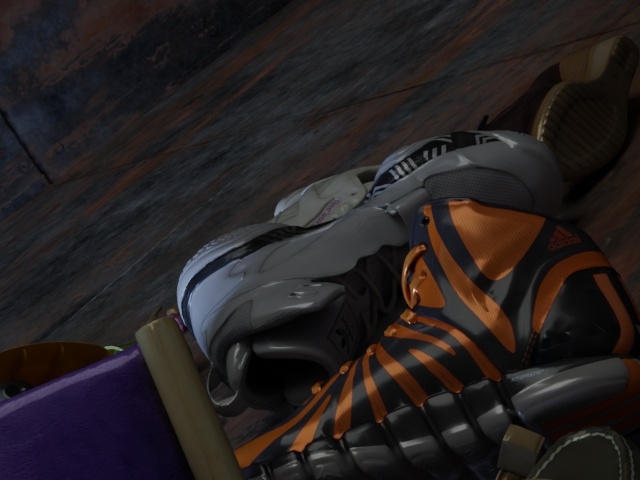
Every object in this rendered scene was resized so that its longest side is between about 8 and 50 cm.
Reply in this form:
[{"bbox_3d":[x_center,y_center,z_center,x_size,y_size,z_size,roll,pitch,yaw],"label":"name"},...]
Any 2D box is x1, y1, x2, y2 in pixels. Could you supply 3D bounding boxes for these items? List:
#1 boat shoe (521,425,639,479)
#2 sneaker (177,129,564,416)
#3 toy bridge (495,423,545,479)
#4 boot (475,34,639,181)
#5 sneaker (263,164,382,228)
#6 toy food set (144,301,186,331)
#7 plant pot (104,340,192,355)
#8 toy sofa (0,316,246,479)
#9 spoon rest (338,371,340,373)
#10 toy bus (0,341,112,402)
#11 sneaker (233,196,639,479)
[{"bbox_3d":[0.124,0.182,0.897,0.109,0.091,0.305,-25,17,29],"label":"boat shoe"},{"bbox_3d":[0.053,0.038,1.438,0.365,0.137,0.210,-22,27,5],"label":"sneaker"},{"bbox_3d":[0.089,0.193,0.995,0.026,0.063,0.188,21,47,15],"label":"toy bridge"},{"bbox_3d":[0.210,-0.094,1.668,0.207,0.090,0.248,-36,11,42],"label":"boot"},{"bbox_3d":[0.000,0.000,1.680,0.152,0.114,0.305,-26,16,29],"label":"sneaker"},{"bbox_3d":[-0.139,0.079,1.909,0.122,0.019,0.078,-18,19,21],"label":"toy food set"},{"bbox_3d":[-0.174,0.131,1.719,0.083,0.083,0.079,-16,10,47],"label":"plant pot"},{"bbox_3d":[-0.224,0.184,0.997,0.362,0.150,0.177,-23,-16,-4],"label":"toy sofa"},{"bbox_3d":[0.099,0.100,1.228,0.276,0.084,0.137,-30,15,12],"label":"spoon rest"},{"bbox_3d":[-0.205,0.222,1.322,0.149,0.220,0.211,-2,-46,-50],"label":"toy bus"},{"bbox_3d":[0.059,0.085,1.141,0.321,0.124,0.180,-20,58,11],"label":"sneaker"}]
